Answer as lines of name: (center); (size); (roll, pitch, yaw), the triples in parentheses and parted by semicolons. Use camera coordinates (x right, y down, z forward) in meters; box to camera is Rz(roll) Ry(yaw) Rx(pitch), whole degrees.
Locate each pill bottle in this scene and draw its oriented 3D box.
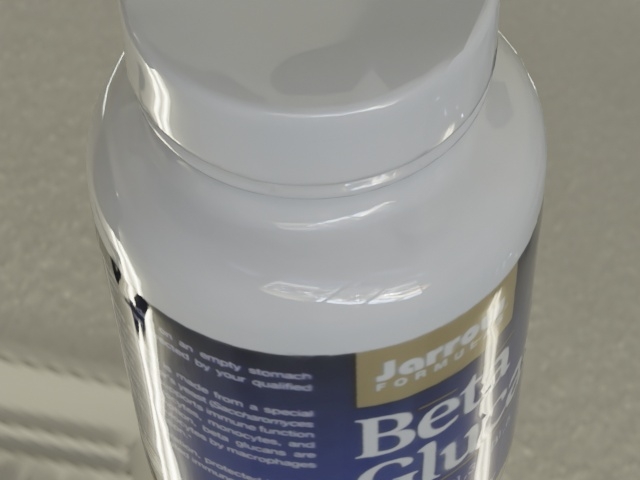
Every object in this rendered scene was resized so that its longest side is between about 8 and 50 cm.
pill bottle: (0.000, 0.000, 0.392); (0.094, 0.169, 0.094); (-1, -125, 2)
